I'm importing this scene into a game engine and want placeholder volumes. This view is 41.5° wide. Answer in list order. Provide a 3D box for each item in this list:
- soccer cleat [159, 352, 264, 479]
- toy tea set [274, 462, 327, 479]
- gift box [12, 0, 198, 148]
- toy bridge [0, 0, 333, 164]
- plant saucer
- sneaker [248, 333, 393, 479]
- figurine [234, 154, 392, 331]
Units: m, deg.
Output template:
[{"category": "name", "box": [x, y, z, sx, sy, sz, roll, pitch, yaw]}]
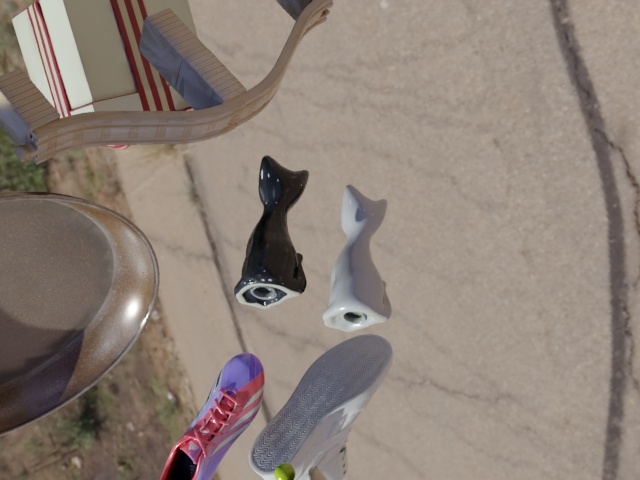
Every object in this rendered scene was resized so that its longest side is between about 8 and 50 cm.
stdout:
[{"category": "soccer cleat", "box": [-0.163, 0.283, 1.268, 0.083, 0.248, 0.095, 33, -173, 14]}, {"category": "toy tea set", "box": [-0.011, 0.361, 0.697, 0.200, 0.124, 0.336, 70, -179, -78]}, {"category": "gift box", "box": [-0.318, -0.287, 1.403, 0.255, 0.276, 0.258, 2, 108, 57]}, {"category": "toy bridge", "box": [-0.060, -0.079, 0.397, 0.063, 0.188, 0.026, 47, 146, 11]}, {"category": "plant saucer", "box": [-0.292, 0.068, 0.732, 0.050, 0.310, 0.311, 51, 150, 33]}, {"category": "sneaker", "box": [0.020, 0.295, 1.385, 0.108, 0.292, 0.169, 35, 162, 38]}, {"category": "figurine", "box": [0.000, 0.000, 1.161, 0.092, 0.214, 0.209, -40, 38, 54]}]
